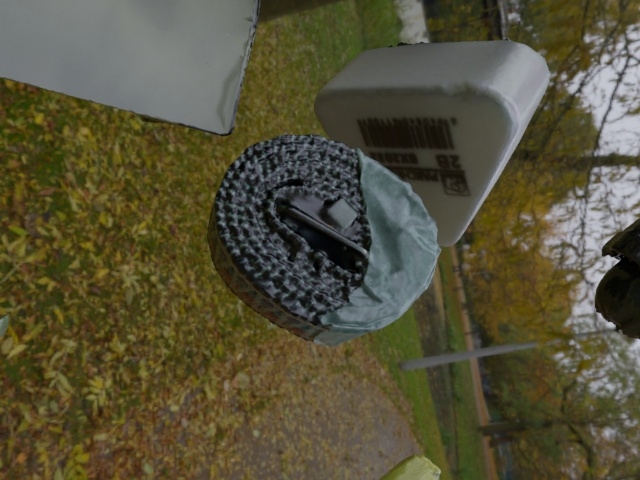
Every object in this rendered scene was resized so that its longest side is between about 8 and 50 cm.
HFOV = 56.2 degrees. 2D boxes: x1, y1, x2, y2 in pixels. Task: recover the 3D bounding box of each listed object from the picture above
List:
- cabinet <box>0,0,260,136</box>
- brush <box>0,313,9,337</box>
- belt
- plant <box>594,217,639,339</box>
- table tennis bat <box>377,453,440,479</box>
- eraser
[{"bbox_3d":[-0.264,-0.271,0.681,0.318,0.289,0.228,23,-79,57],"label":"cabinet"},{"bbox_3d":[-0.391,0.119,0.662,0.178,0.029,0.033,-64,168,-82],"label":"brush"},{"bbox_3d":[0.000,0.000,0.684,0.207,0.257,0.150,-63,-173,-16],"label":"belt"},{"bbox_3d":[0.526,0.033,0.911,0.164,0.256,0.142,38,7,13],"label":"plant"},{"bbox_3d":[0.014,0.335,0.638,0.368,0.224,0.054,-21,71,-44],"label":"table tennis bat"},{"bbox_3d":[0.188,-0.174,0.898,0.150,0.331,0.332,-50,135,-36],"label":"eraser"}]
